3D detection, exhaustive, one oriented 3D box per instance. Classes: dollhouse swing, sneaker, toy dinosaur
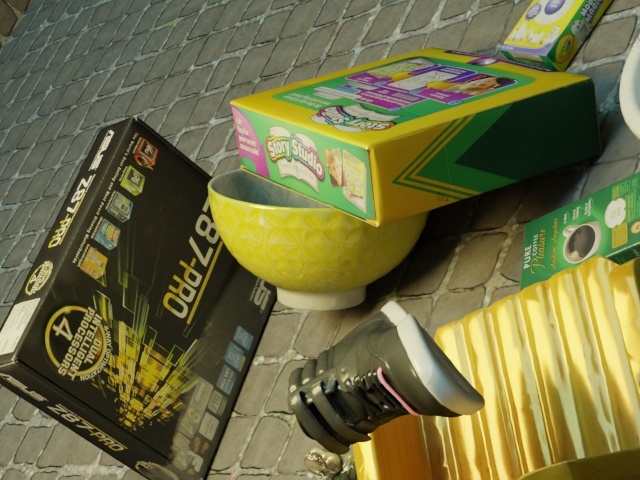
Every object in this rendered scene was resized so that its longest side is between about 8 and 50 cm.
[{"bbox_3d":[0.141,0.158,1.386,0.346,0.305,0.315,-28,57,33],"label":"dollhouse swing"},{"bbox_3d":[0.051,0.141,1.340,0.147,0.105,0.296,-39,7,-2],"label":"sneaker"},{"bbox_3d":[0.100,0.219,1.653,0.268,0.064,0.118,-9,63,45],"label":"toy dinosaur"}]

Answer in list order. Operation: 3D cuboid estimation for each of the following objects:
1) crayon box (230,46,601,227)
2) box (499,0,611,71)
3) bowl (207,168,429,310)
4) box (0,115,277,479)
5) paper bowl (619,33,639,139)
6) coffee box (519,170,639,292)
[{"bbox_3d":[0.107,-0.139,1.840,0.313,0.106,0.363,-19,21,-23],"label":"crayon box"},{"bbox_3d":[0.325,-0.306,1.965,0.179,0.043,0.105,-54,31,-10],"label":"box"},{"bbox_3d":[0.000,0.000,1.901,0.289,0.289,0.156,25,118,59],"label":"bowl"},{"bbox_3d":[-0.229,0.083,1.982,0.097,0.318,0.395,-15,43,45],"label":"box"},{"bbox_3d":[0.460,-0.168,1.523,0.284,0.148,0.284,-33,34,27],"label":"paper bowl"},{"bbox_3d":[0.306,-0.002,1.647,0.184,0.040,0.113,-27,36,33],"label":"coffee box"}]
